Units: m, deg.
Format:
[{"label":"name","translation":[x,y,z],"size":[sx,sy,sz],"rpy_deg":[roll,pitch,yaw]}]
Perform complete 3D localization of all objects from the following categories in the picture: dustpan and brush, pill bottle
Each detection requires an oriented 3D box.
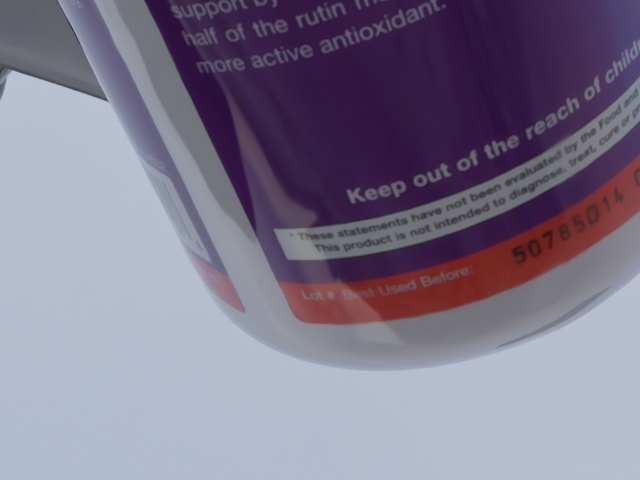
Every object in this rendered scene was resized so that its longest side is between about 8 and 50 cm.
[{"label":"dustpan and brush","translation":[-0.186,-0.121,0.925],"size":[0.211,0.147,0.060],"rpy_deg":[-102,-147,-57]},{"label":"pill bottle","translation":[-0.005,-0.129,0.464],"size":[0.182,0.323,0.181],"rpy_deg":[-16,-145,11]}]
